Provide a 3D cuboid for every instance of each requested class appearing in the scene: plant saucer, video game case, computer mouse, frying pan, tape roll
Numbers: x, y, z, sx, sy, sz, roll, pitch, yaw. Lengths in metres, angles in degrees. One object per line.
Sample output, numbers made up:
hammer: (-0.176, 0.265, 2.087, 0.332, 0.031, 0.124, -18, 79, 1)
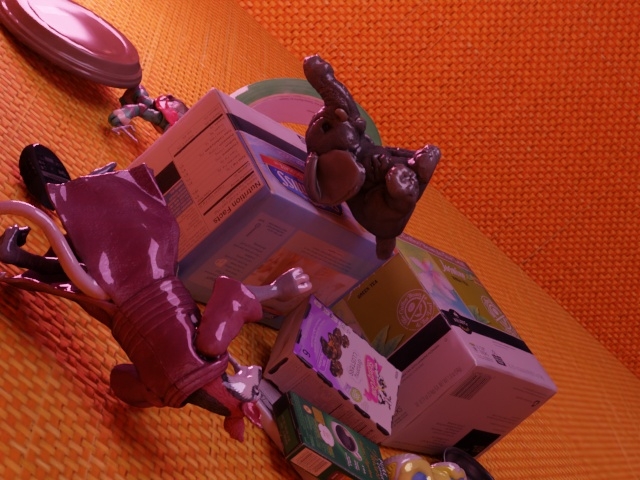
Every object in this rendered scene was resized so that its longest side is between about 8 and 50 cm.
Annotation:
plant saucer: (-0.421, -0.352, 2.074, 0.278, 0.041, 0.278, 29, 20, -12)
video game case: (-0.018, 0.277, 1.733, 0.201, 0.023, 0.183, 50, 16, 14)
computer mouse: (-0.347, -0.029, 1.615, 0.071, 0.041, 0.242, 25, 33, -56)
frying pan: (0.290, 0.477, 1.988, 0.197, 0.053, 0.326, 27, 27, -50)
tape roll: (-0.049, -0.156, 2.227, 0.321, 0.321, 0.077, 55, -26, 26)

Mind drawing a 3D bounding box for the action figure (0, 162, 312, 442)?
action figure: (-0.189, 0.073, 1.379, 0.370, 0.248, 0.276, 48, 17, 16)

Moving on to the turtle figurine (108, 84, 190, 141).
turtle figurine: (-0.267, -0.189, 2.056, 0.175, 0.118, 0.234, 48, 5, -28)

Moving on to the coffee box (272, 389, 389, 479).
coffee box: (0.018, 0.291, 1.669, 0.184, 0.040, 0.113, 36, 19, -31)

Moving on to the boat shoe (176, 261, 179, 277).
boat shoe: (-0.219, 0.072, 1.663, 0.049, 0.056, 0.152, 48, 25, -15)

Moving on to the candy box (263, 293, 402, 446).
candy box: (0.023, 0.199, 1.806, 0.196, 0.070, 0.165, 42, 27, -13)

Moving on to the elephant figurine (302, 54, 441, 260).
elephant figurine: (0.043, -0.122, 1.793, 0.239, 0.186, 0.169, 27, -18, 4)

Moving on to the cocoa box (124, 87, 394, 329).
cocoa box: (-0.096, -0.033, 1.888, 0.347, 0.231, 0.228, 25, 29, -52)

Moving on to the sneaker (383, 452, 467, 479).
sneaker: (0.160, 0.398, 1.827, 0.240, 0.091, 0.126, 25, 45, -53)

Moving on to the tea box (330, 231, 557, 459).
tea box: (0.184, 0.183, 2.113, 0.329, 0.220, 0.323, 23, 28, -54)
